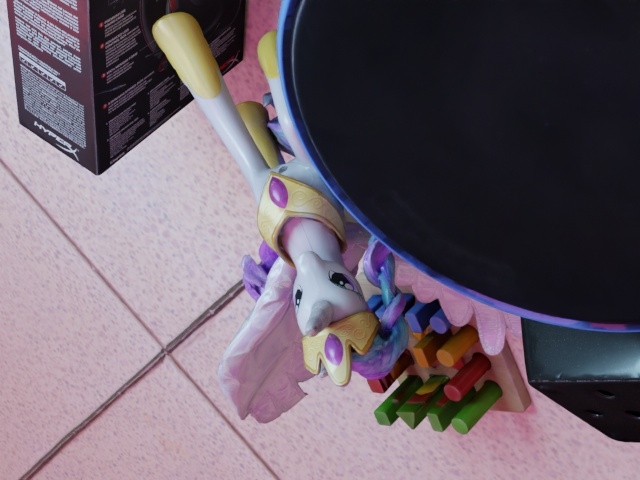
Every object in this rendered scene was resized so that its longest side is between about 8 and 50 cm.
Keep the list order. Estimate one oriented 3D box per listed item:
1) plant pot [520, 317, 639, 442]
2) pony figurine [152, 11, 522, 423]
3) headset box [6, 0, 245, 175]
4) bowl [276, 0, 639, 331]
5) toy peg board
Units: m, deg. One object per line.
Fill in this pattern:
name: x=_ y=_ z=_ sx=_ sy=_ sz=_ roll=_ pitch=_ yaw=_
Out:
plant pot: x=0.263 y=0.060 z=1.162 sx=0.188 sy=0.167 sz=0.187 roll=35 pitch=154 yaw=-35
pony figurine: x=0.000 y=0.000 z=1.323 sx=0.363 sy=0.302 sz=0.351 roll=69 pitch=-171 yaw=25
headset box: x=-0.170 y=-0.238 z=1.338 sx=0.110 sy=0.218 sz=0.293 roll=33 pitch=145 yaw=20
bowl: x=0.151 y=-0.091 z=0.939 sx=0.391 sy=0.077 sz=0.391 roll=17 pitch=140 yaw=15
toy peg board: x=0.105 y=0.120 z=1.507 sx=0.161 sy=0.079 sz=0.161 roll=-1 pitch=121 yaw=45
